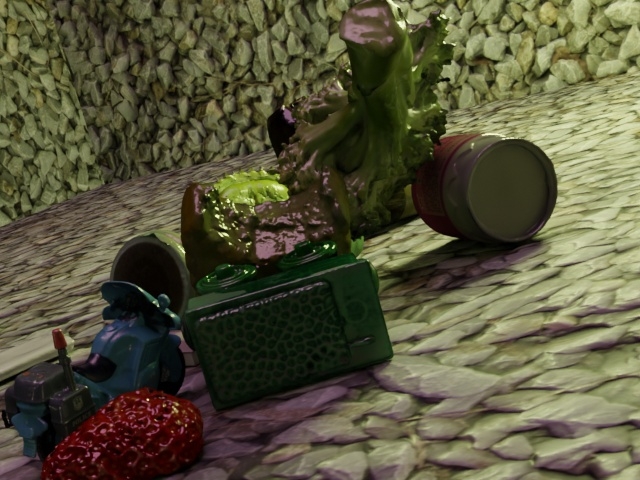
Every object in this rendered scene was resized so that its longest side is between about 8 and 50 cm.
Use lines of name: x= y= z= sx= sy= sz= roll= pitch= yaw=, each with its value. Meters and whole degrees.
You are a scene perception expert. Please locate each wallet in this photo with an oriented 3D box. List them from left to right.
wallet: x=-0.502 y=0.198 z=1.813 sx=0.183 sy=0.032 sz=0.124 roll=-22 pitch=13 yaw=-39

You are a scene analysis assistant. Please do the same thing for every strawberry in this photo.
strawberry: x=-0.216 y=0.218 z=1.196 sx=0.188 sy=0.082 sz=0.121 roll=-17 pitch=14 yaw=-25

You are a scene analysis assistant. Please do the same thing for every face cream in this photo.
face cream: x=0.261 y=-0.085 z=1.780 sx=0.175 sy=0.175 sz=0.195 roll=-19 pitch=10 yaw=-18

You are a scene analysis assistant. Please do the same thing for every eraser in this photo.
eraser: x=-0.206 y=0.157 z=1.627 sx=0.150 sy=0.023 sz=0.104 roll=-7 pitch=14 yaw=37

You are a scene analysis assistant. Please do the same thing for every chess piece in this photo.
chess piece: x=-0.197 y=0.060 z=1.843 sx=0.175 sy=0.176 sz=0.298 roll=-9 pitch=0 yaw=29

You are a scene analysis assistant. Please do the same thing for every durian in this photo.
durian: x=-0.124 y=-0.052 z=2.294 sx=0.351 sy=0.158 sz=0.169 roll=-7 pitch=41 yaw=-20

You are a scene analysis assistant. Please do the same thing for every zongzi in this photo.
zongzi: x=0.078 y=-0.158 z=2.148 sx=0.317 sy=0.289 sz=0.154 roll=-16 pitch=-7 yaw=-22

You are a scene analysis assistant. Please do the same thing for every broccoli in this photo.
broccoli: x=0.062 y=-0.172 z=1.634 sx=0.274 sy=0.353 sz=0.397 roll=3 pitch=9 yaw=4

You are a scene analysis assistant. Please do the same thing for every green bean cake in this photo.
green bean cake: x=-0.071 y=0.017 z=1.567 sx=0.236 sy=0.233 sz=0.124 roll=-8 pitch=40 yaw=-2

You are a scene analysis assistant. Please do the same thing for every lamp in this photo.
lamp: x=-0.544 y=0.173 z=1.954 sx=0.198 sy=0.056 sz=0.050 roll=-12 pitch=8 yaw=2

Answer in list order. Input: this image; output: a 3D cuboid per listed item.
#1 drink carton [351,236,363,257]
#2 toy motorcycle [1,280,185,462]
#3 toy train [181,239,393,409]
drink carton: x=0.000 y=0.000 z=1.862 sx=0.146 sy=0.144 sz=0.142 roll=-10 pitch=3 yaw=23
toy motorcycle: x=-0.258 y=0.151 z=1.324 sx=0.123 sy=0.182 sz=0.272 roll=3 pitch=21 yaw=34
toy train: x=-0.047 y=0.095 z=1.405 sx=0.266 sy=0.145 sz=0.202 roll=-17 pitch=14 yaw=-2
